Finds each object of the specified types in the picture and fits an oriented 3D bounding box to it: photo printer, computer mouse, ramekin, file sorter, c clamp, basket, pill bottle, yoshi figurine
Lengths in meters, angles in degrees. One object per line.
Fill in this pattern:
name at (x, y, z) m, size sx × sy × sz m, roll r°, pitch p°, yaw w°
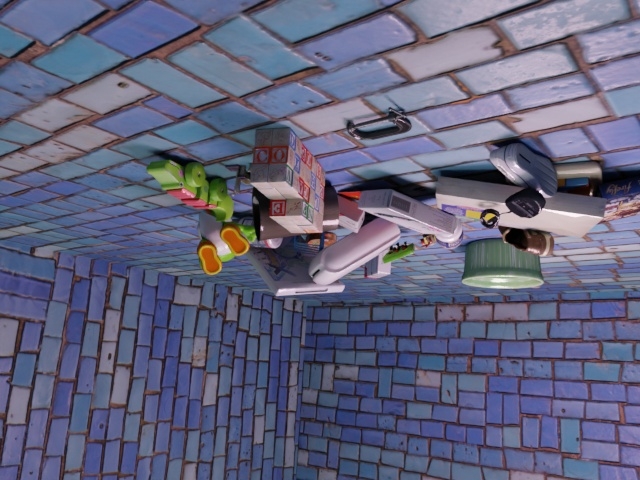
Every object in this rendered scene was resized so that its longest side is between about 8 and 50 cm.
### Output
photo printer at (0.101, 0.043, 2.013) m, size 0.307 × 0.107 × 0.256 m, roll -30°, pitch 174°, yaw -14°
computer mouse at (0.465, -0.078, 1.456) m, size 0.071 × 0.041 × 0.242 m, roll 36°, pitch 160°, yaw -8°
ramekin at (0.698, 0.091, 2.297) m, size 0.303 × 0.148 × 0.303 m, roll 3°, pitch 168°, yaw 1°
file sorter at (-0.036, -0.021, 2.076) m, size 0.104 × 0.118 × 0.170 m, roll 7°, pitch 167°, yaw -2°
c clamp at (0.119, -0.244, 1.254) m, size 0.160 × 0.022 × 0.137 m, roll -9°, pitch 168°, yaw 40°
basket at (-0.070, -0.084, 1.683) m, size 0.226 × 0.154 × 0.204 m, roll -5°, pitch -173°, yaw -11°
pill bottle at (0.415, -0.033, 1.939) m, size 0.094 × 0.094 × 0.169 m, roll 0°, pitch 167°, yaw 15°
yoshi figurine at (-0.315, 0.013, 1.937) m, size 0.203 × 0.203 × 0.362 m, roll 12°, pitch -169°, yaw -16°
pill bottle at (-0.231, -0.031, 2.090) m, size 0.180 × 0.108 × 0.108 m, roll 4°, pitch 169°, yaw 25°

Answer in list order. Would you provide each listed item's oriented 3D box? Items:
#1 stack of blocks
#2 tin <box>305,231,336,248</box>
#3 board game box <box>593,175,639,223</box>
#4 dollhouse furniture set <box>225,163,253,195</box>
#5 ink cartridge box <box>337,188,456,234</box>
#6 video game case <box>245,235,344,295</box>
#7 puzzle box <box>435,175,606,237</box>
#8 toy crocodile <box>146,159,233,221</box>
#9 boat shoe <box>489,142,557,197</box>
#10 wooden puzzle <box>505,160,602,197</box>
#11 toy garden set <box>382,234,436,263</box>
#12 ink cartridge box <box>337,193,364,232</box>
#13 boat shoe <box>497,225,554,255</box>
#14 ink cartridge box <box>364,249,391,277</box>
stack of blocks at (-0.071, -0.134, 1.447) m, size 0.087 × 0.171 × 0.297 m, roll 0°, pitch 166°, yaw 16°
tin at (0.000, 0.000, 2.346) m, size 0.106 × 0.040 × 0.189 m, roll 3°, pitch 168°, yaw -15°
board game box at (0.797, -0.107, 1.548) m, size 0.165 × 0.042 × 0.243 m, roll -13°, pitch 163°, yaw 15°
dollhouse furniture set at (-0.197, -0.149, 1.617) m, size 0.090 × 0.081 × 0.114 m, roll -1°, pitch 167°, yaw 20°
ink cartridge box at (0.215, -0.081, 1.733) m, size 0.275 × 0.060 × 0.238 m, roll 18°, pitch 171°, yaw -35°
video game case at (-0.113, 0.081, 2.168) m, size 0.299 × 0.036 × 0.329 m, roll 1°, pitch -146°, yaw -39°
puzzle box at (0.516, -0.087, 1.597) m, size 0.408 × 0.052 × 0.272 m, roll 10°, pitch 173°, yaw 14°
toy crocodile at (-0.352, -0.140, 1.648) m, size 0.115 × 0.105 × 0.340 m, roll -1°, pitch 166°, yaw 20°
boat shoe at (0.477, -0.168, 1.394) m, size 0.075 × 0.083 × 0.226 m, roll 6°, pitch 161°, yaw 48°
wooden puzzle at (0.606, -0.137, 1.538) m, size 0.220 × 0.044 × 0.238 m, roll -2°, pitch 166°, yaw 26°
toy garden set at (0.314, 0.014, 2.069) m, size 0.203 × 0.049 × 0.244 m, roll -21°, pitch 179°, yaw 10°
ink cartridge box at (0.082, -0.082, 1.833) m, size 0.099 × 0.056 × 0.135 m, roll 26°, pitch 170°, yaw 8°
boat shoe at (0.590, -0.025, 1.791) m, size 0.095 × 0.095 × 0.257 m, roll -1°, pitch -166°, yaw -13°
ink cartridge box at (0.245, 0.100, 2.555) m, size 0.063 × 0.109 × 0.150 m, roll 9°, pitch 167°, yaw -18°
